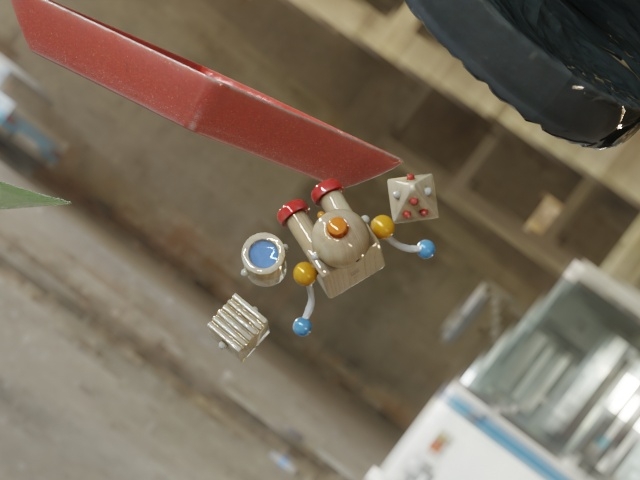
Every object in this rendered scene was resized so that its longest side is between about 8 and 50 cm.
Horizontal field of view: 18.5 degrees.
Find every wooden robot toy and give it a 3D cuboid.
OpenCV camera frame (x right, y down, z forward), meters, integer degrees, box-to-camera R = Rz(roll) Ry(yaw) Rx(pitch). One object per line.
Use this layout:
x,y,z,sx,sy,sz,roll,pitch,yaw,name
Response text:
0.000,0.000,1.204,0.076,0.173,0.079,56,-7,15,wooden robot toy

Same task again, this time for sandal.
0.094,-0.192,0.814,0.167,0.107,0.446,37,30,-16,sandal

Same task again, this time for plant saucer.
-0.100,-0.118,1.610,0.258,0.048,0.259,27,4,38,plant saucer

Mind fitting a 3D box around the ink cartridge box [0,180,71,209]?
-0.269,-0.018,1.009,0.171,0.056,0.235,-4,-16,35,ink cartridge box
